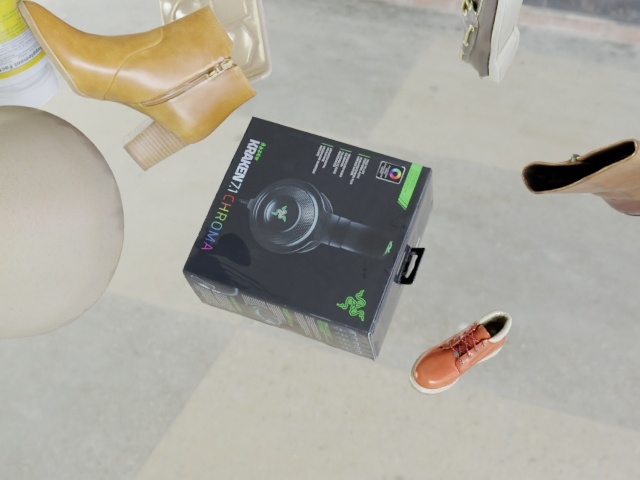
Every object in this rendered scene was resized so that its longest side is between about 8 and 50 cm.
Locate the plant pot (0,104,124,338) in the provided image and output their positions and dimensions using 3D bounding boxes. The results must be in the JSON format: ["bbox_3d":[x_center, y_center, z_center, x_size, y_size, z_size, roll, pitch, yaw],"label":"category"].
[{"bbox_3d":[-0.357,-0.010,0.966,0.256,0.256,0.274,8,5,8],"label":"plant pot"}]

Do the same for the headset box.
[{"bbox_3d":[0.000,0.000,1.348,0.283,0.131,0.246,18,71,14],"label":"headset box"}]

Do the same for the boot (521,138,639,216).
[{"bbox_3d":[0.408,-0.099,1.144,0.264,0.096,0.280,-10,-12,40],"label":"boot"}]

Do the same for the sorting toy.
[{"bbox_3d":[-0.158,-0.313,1.520,0.193,0.208,0.038,-14,-14,33],"label":"sorting toy"}]

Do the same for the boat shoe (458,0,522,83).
[{"bbox_3d":[0.291,-0.387,1.732,0.096,0.324,0.117,27,77,15],"label":"boat shoe"}]

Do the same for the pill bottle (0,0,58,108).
[{"bbox_3d":[-0.441,-0.283,1.359,0.119,0.208,0.119,-9,40,7],"label":"pill bottle"}]

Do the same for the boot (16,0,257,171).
[{"bbox_3d":[-0.237,-0.256,1.342,0.211,0.295,0.104,-39,27,-1],"label":"boot"}]

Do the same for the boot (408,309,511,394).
[{"bbox_3d":[0.184,0.142,1.311,0.158,0.085,0.059,-29,70,-26],"label":"boot"}]
